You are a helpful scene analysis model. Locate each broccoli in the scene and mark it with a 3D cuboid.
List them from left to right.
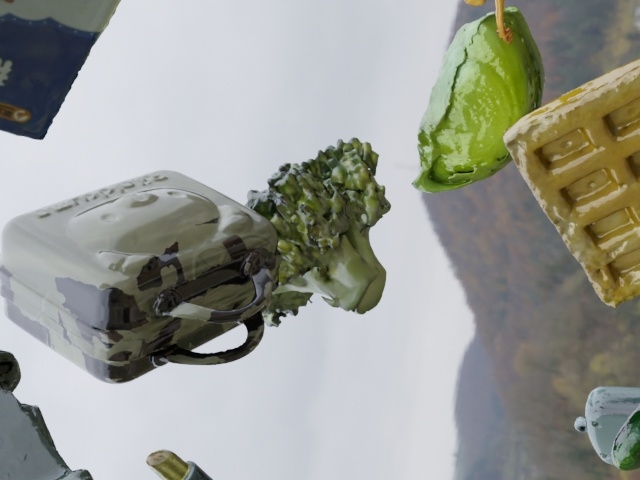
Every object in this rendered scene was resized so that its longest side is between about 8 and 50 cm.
[{"bbox_3d":[-0.021,-0.012,1.794,0.334,0.272,0.324,17,-100,-69],"label":"broccoli"}]

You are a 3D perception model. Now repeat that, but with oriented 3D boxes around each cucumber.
[{"bbox_3d":[0.378,0.143,1.127,0.284,0.056,0.056,-40,-34,-32],"label":"cucumber"}]

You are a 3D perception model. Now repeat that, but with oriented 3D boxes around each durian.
[{"bbox_3d":[0.201,-0.166,1.353,0.101,0.139,0.250,-67,-9,-63],"label":"durian"}]

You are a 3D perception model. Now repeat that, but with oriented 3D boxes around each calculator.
[{"bbox_3d":[0.416,0.218,1.253,0.141,0.246,0.045,62,-145,-45],"label":"calculator"}]

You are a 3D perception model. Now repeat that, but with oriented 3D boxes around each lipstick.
[{"bbox_3d":[-0.068,0.171,0.705,0.116,0.037,0.037,50,-142,-25],"label":"lipstick"}]

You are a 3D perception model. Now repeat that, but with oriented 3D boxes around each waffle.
[{"bbox_3d":[0.328,-0.066,1.068,0.248,0.221,0.055,53,-157,-28],"label":"waffle"}]

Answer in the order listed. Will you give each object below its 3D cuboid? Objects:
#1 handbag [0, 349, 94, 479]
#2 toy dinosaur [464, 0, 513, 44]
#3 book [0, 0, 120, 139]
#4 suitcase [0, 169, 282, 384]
[{"bbox_3d":[-0.256,0.179,0.619,0.260,0.247,0.079,-36,-28,-18],"label":"handbag"},{"bbox_3d":[0.173,-0.322,1.170,0.288,0.070,0.117,39,-123,-55],"label":"toy dinosaur"},{"bbox_3d":[-0.336,-0.290,1.074,0.428,0.300,0.039,-51,38,36],"label":"book"},{"bbox_3d":[-0.217,0.042,1.481,0.351,0.339,0.194,-25,-47,-45],"label":"suitcase"}]
